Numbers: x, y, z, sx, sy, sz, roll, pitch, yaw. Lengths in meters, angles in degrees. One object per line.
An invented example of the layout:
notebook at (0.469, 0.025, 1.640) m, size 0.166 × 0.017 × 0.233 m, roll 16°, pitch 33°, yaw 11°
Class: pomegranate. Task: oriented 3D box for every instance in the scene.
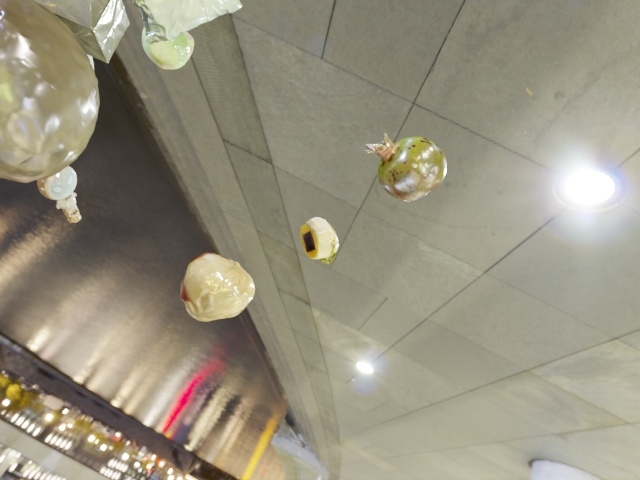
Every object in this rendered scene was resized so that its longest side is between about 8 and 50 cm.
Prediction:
pomegranate at (0.345, -0.319, 1.698) m, size 0.323 × 0.291 × 0.291 m, roll 47°, pitch 147°, yaw -1°

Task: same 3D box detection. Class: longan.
longan at (-0.712, -0.346, 0.901) m, size 0.436 × 0.404 × 0.404 m, roll 18°, pitch 147°, yaw 22°

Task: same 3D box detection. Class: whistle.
whistle at (-0.756, -0.141, 1.215) m, size 0.057 × 0.107 × 0.220 m, roll 20°, pitch 138°, yaw 11°

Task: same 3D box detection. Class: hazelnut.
hazelnut at (-0.359, 0.158, 1.459) m, size 0.261 × 0.241 × 0.261 m, roll 9°, pitch 123°, yaw 14°

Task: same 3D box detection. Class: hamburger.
hamburger at (0.000, 0.000, 1.227) m, size 0.141 × 0.081 × 0.126 m, roll 65°, pitch 152°, yaw 18°

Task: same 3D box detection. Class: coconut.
coconut at (-0.685, -0.890, 1.876) m, size 0.236 × 0.236 × 0.204 m, roll 18°, pitch 134°, yaw 17°

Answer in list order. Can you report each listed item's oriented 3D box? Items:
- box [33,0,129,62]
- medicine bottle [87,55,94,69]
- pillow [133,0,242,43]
box at (-0.666, -0.621, 1.107) m, size 0.231 × 0.149 × 0.155 m, roll 22°, pitch 166°, yaw -10°
medicine bottle at (-0.887, -0.540, 1.241) m, size 0.212 × 0.325 × 0.212 m, roll 18°, pitch 118°, yaw 36°
pillow at (-0.377, -0.695, 1.071) m, size 0.138 × 0.310 × 0.283 m, roll 37°, pitch 155°, yaw 38°
